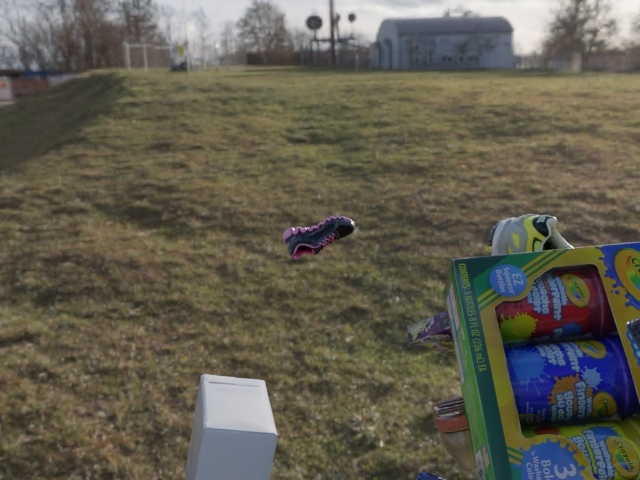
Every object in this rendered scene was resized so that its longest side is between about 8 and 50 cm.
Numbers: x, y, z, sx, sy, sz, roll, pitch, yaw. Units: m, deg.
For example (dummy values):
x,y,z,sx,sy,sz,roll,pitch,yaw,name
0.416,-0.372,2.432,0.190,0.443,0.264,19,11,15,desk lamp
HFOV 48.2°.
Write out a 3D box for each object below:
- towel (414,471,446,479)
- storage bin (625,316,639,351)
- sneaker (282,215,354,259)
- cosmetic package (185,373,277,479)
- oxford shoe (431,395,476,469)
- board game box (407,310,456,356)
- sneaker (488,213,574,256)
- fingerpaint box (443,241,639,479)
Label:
x,y,z,sx,sy,sz,roll,pitch,yaw,name
0.266,0.666,1.609,0.243,0.336,0.040,19,30,-5,towel
0.501,0.177,0.972,0.084,0.180,0.122,-31,-19,20,storage bin
0.000,0.000,1.153,0.119,0.047,0.057,-17,45,4,sneaker
-0.174,0.408,1.359,0.138,0.224,0.224,8,13,-11,cosmetic package
0.317,0.421,1.592,0.123,0.130,0.348,-16,-7,17,oxford shoe
0.390,0.222,1.641,0.347,0.056,0.208,20,-40,-38,board game box
0.506,0.112,1.489,0.145,0.384,0.147,-46,11,-30,sneaker
0.436,0.240,1.226,0.371,0.444,0.163,-5,-28,0,fingerpaint box
